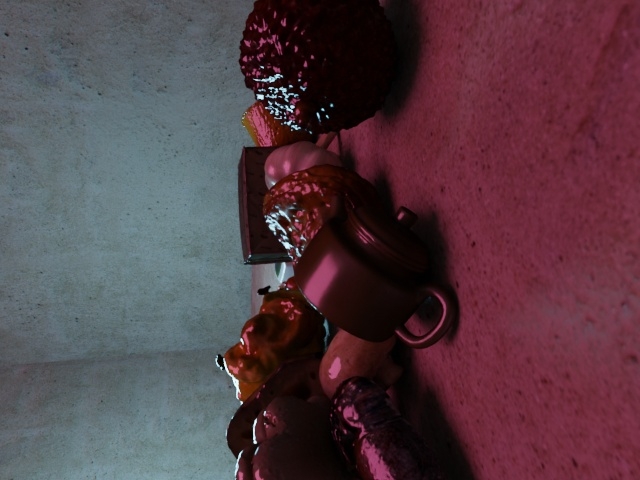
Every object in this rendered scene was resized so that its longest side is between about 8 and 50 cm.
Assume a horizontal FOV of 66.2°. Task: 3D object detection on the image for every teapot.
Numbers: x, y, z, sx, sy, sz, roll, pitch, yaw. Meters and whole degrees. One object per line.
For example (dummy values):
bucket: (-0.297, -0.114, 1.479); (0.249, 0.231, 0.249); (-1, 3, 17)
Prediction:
teapot: (0.087, 0.035, 0.714); (0.267, 0.185, 0.175); (44, 111, 28)

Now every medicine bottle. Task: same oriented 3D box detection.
medicine bottle: (-0.113, 0.056, 1.715); (0.219, 0.078, 0.115); (108, 157, -57)

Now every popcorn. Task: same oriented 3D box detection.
popcorn: (-0.108, 0.298, 1.300); (0.281, 0.297, 0.316); (31, 110, 26)

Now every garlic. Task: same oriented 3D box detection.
garlic: (-0.016, -0.190, 1.133); (0.199, 0.199, 0.226); (126, 165, -69)

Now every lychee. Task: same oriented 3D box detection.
lychee: (-0.004, -0.293, 0.801); (0.264, 0.264, 0.300); (111, 173, -59)

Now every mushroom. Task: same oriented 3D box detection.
mushroom: (0.071, 0.212, 0.842); (0.127, 0.166, 0.166); (38, 143, 20)

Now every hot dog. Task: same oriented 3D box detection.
hot dog: (0.000, 0.000, 1.002); (0.267, 0.174, 0.387); (62, 162, 9)

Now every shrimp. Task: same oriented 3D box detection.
shrimp: (0.132, 0.346, 0.660); (0.137, 0.172, 0.372); (-50, 52, 29)

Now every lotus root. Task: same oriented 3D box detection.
lotus root: (-0.001, 0.375, 1.012); (0.250, 0.316, 0.316); (74, -168, -84)

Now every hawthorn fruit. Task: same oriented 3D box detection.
hawthorn fruit: (-0.077, 0.148, 1.581); (0.077, 0.077, 0.077); (178, 90, -77)

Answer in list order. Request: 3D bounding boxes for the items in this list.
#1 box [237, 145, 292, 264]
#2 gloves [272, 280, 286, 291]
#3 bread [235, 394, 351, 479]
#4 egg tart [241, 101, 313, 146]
box: (-0.106, -0.095, 1.354); (0.190, 0.225, 0.297); (143, 123, -71)
gloves: (-0.106, 0.204, 1.679); (0.094, 0.110, 0.144); (-46, -23, -42)
bread: (-0.001, 0.334, 0.785); (0.102, 0.337, 0.183); (-48, 52, 18)
egg tart: (-0.115, -0.329, 1.437); (0.215, 0.215, 0.171); (137, 114, -73)
